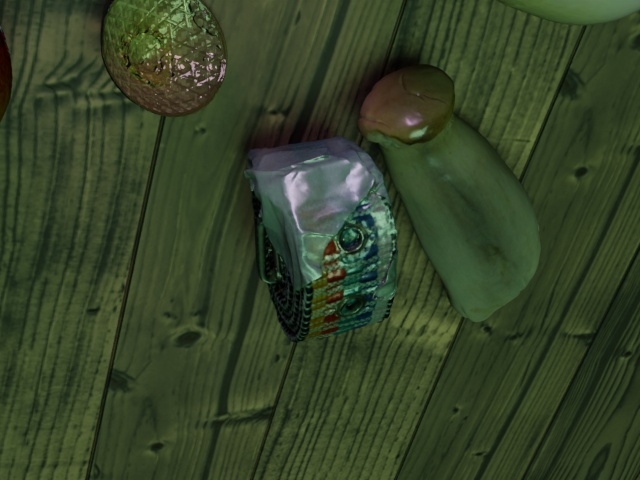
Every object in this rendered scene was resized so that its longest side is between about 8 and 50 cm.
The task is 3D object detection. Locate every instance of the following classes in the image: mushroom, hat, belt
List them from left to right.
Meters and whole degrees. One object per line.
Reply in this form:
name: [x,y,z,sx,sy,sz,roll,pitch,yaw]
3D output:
hat: [-0.178,-0.196,1.108,0.146,0.067,0.146,5,81,-34]
belt: [0.000,0.000,1.223,0.150,0.207,0.258,-14,136,-14]
mushroom: [0.178,-0.054,1.303,0.154,0.138,0.407,-21,137,11]

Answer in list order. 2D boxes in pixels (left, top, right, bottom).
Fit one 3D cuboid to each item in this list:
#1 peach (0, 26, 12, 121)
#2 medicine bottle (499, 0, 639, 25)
peach: [-0.400,-0.148,0.949,0.231,0.231,0.231,-10,127,-14]
medicine bottle: [0.232,-0.347,1.038,0.406,0.236,0.236,14,118,-29]
